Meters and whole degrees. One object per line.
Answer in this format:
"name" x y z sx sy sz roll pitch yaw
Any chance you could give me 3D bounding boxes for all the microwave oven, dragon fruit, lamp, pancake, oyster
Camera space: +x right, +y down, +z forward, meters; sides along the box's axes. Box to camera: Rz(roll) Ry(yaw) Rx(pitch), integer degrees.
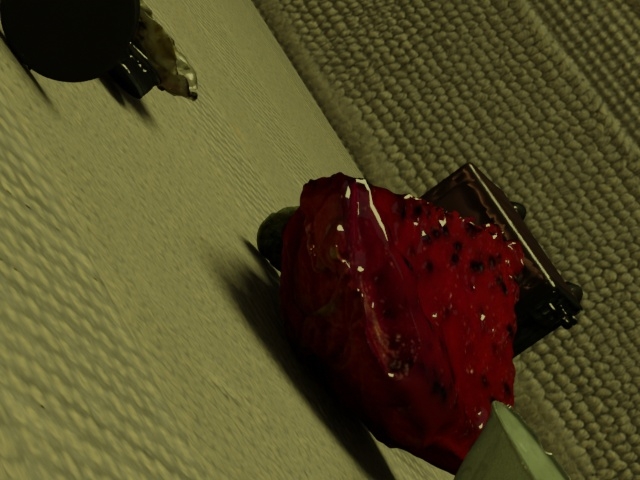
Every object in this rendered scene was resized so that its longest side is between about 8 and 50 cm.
"microwave oven" 0.133 0.069 2.079 0.188 0.247 0.178 56 9 17
"dragon fruit" 0.063 0.027 1.809 0.302 0.240 0.330 32 -16 37
"lamp" -0.207 -0.163 1.658 0.130 0.108 0.371 43 -8 -4
"pancake" -0.001 -0.002 1.975 0.116 0.130 0.022 83 8 -54
"oyster" -0.196 -0.234 1.874 0.223 0.083 0.214 59 4 26

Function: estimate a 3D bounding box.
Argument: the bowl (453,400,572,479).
"bowl" 0.180 0.301 1.633 0.313 0.146 0.313 53 7 -10
